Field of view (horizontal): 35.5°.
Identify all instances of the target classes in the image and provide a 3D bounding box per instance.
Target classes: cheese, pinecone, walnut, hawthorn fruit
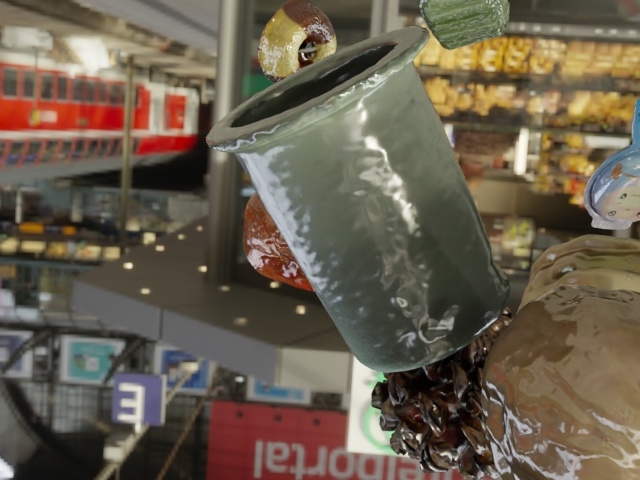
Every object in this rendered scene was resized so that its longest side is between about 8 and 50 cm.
[{"bbox_3d":[0.442,-0.100,1.369,0.135,0.245,0.052,2,-133,-12],"label":"cheese"},{"bbox_3d":[0.160,0.180,1.161,0.221,0.221,0.221,4,-173,0],"label":"pinecone"},{"bbox_3d":[0.258,0.156,0.831,0.227,0.273,0.273,-24,-169,-8],"label":"walnut"},{"bbox_3d":[0.000,0.000,1.611,0.207,0.207,0.243,-4,-141,-49],"label":"hawthorn fruit"}]

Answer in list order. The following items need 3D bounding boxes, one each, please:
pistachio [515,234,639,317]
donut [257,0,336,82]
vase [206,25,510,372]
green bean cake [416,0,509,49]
[{"bbox_3d":[0.418,0.183,1.334,0.365,0.445,0.281,2,-137,38],"label":"pistachio"},{"bbox_3d":[-0.037,-0.363,1.887,0.073,0.166,0.184,37,160,30],"label":"donut"},{"bbox_3d":[0.057,-0.031,0.985,0.245,0.291,0.245,-26,-165,7],"label":"vase"},{"bbox_3d":[0.199,-0.423,1.477,0.125,0.227,0.222,-13,164,20],"label":"green bean cake"}]
